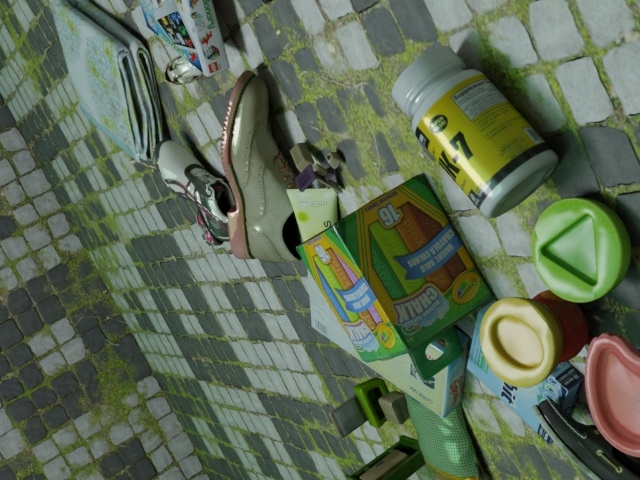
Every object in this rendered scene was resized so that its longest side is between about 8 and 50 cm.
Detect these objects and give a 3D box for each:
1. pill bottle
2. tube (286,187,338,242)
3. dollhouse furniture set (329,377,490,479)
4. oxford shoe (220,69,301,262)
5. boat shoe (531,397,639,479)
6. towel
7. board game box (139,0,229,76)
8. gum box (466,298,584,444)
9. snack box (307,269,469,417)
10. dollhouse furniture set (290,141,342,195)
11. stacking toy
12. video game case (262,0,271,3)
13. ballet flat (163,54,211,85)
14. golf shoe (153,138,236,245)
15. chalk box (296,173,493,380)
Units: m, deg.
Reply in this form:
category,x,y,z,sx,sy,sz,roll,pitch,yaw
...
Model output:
category,x,y,z,sx,sy,sz,roll,pitch,yaw
pill bottle,0.192,-0.141,1.303,0.208,0.119,0.119,52,155,17
tube,0.000,0.000,1.901,0.062,0.070,0.240,42,151,46
dollhouse furniture set,0.155,0.394,1.950,0.302,0.151,0.197,3,121,62
oxford shoe,-0.093,-0.130,1.905,0.147,0.140,0.396,11,130,18
boat shoe,0.400,0.303,1.452,0.228,0.068,0.081,46,-167,10
towel,-0.496,-0.386,2.397,0.374,0.090,0.320,38,146,39
board game box,-0.271,-0.441,1.882,0.305,0.053,0.192,43,154,49
gum box,0.309,0.202,1.567,0.184,0.041,0.157,43,151,30
snack box,0.114,0.161,1.818,0.322,0.060,0.187,33,147,28
dollhouse furniture set,0.007,-0.135,1.804,0.081,0.091,0.114,27,-153,-39
stacking toy,0.380,0.098,1.293,0.309,0.130,0.279,34,120,39
video game case,-0.116,-0.534,1.548,0.248,0.035,0.275,55,157,10
ballet flat,-0.256,-0.338,2.003,0.073,0.067,0.206,63,155,-7
golf shoe,-0.256,-0.122,2.247,0.272,0.105,0.120,53,140,-1
chalk box,0.129,0.076,1.604,0.288,0.180,0.179,58,156,-1
